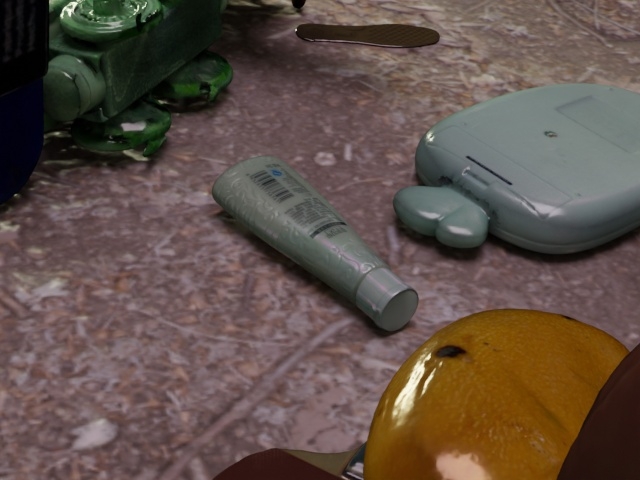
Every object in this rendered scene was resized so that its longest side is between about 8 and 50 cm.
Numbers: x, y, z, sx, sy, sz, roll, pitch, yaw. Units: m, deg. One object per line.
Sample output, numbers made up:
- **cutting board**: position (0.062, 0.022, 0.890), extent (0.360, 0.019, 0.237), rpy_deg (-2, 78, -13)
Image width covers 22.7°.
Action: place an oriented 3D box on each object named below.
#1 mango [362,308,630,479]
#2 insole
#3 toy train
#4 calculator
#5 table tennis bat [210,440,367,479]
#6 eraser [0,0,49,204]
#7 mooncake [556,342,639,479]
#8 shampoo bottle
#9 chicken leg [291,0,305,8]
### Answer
- **mango**: position (0.112, 0.124, 0.950), extent (0.157, 0.109, 0.262), rpy_deg (40, 30, 12)
- **insole**: position (0.044, -0.191, 1.475), extent (0.135, 0.002, 0.045), rpy_deg (2, 35, -5)
- **toy train**: position (-0.185, -0.169, 1.311), extent (0.188, 0.132, 0.243), rpy_deg (15, 35, 24)
- **calculator**: position (0.185, -0.062, 1.280), extent (0.295, 0.042, 0.184), rpy_deg (-24, 45, -36)
- **table tennis bat**: position (0.011, 0.163, 0.963), extent (0.154, 0.021, 0.274), rpy_deg (24, 41, 21)
- **eraser**: position (-0.269, -0.185, 1.138), extent (0.155, 0.332, 0.101), rpy_deg (27, 40, 27)
- **mooncake**: position (0.264, 0.148, 0.778), extent (0.326, 0.334, 0.174), rpy_deg (-29, 34, 14)
- **shampoo bottle**: position (0.000, 0.000, 1.169), extent (0.069, 0.041, 0.191), rpy_deg (-16, 41, -36)
- **chicken leg**: position (-0.052, -0.255, 1.413), extent (0.177, 0.083, 0.322), rpy_deg (30, -15, -33)
